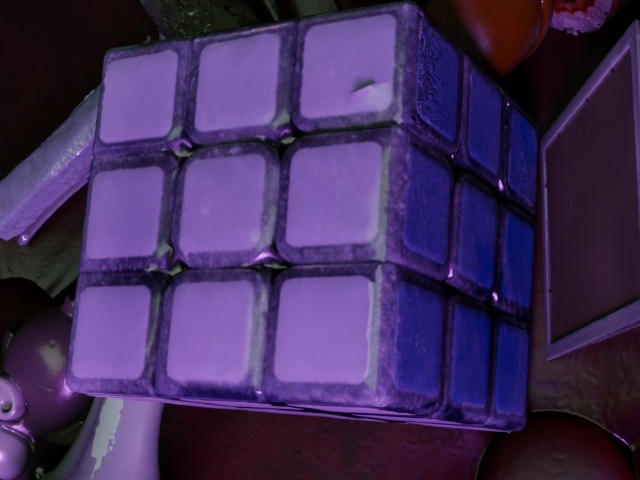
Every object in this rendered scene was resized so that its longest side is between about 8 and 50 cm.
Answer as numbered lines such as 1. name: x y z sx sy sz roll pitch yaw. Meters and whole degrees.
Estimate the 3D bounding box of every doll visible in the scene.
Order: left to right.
1. doll: -0.306 0.171 1.126 0.257 0.117 0.182 -47 65 10

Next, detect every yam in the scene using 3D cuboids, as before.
1. yam: -0.115 -0.230 1.120 0.107 0.107 0.183 -44 64 14

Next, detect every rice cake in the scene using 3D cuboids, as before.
1. rice cake: -0.280 -0.122 1.215 0.336 0.063 0.066 -41 64 16

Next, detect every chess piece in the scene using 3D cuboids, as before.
1. chess piece: -0.198 0.194 1.004 0.195 0.194 0.299 13 87 32

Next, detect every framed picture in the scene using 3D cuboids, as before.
1. framed picture: 0.216 -0.022 0.800 0.017 0.274 0.217 1 79 -1

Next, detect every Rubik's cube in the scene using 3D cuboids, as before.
1. Rubik's cube: 0.000 0.000 0.878 0.304 0.301 0.305 -4 75 30

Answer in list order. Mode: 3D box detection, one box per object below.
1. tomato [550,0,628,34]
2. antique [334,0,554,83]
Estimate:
1. tomato: 0.221 -0.308 0.899 0.155 0.180 0.214 -41 76 -16
2. antique: 0.097 -0.237 0.900 0.129 0.278 0.223 -41 79 -15
